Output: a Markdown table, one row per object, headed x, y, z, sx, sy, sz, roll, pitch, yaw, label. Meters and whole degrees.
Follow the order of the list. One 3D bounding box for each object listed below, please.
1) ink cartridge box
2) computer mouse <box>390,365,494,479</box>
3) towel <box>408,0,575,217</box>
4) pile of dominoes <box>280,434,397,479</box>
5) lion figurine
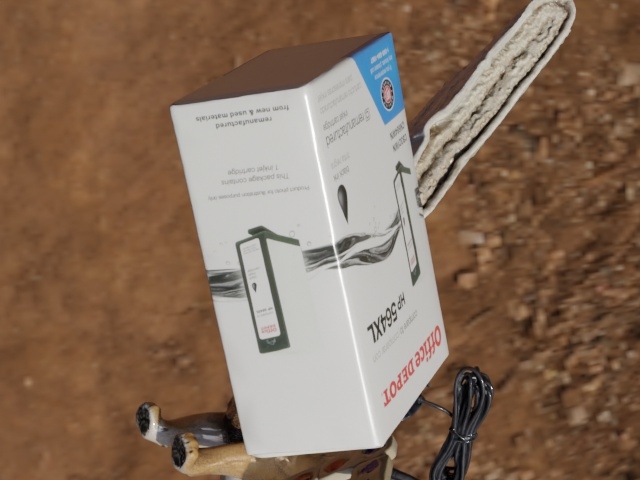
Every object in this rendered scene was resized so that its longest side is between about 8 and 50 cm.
| x | y | z | sx | sy | sz | roll | pitch | yaw | label |
| --- | --- | --- | --- | --- | --- | --- | --- | --- | --- |
| 0.000 | 0.000 | 1.018 | 0.085 | 0.148 | 0.203 | -6 | 106 | 22 | ink cartridge box |
| 0.063 | 0.168 | 1.961 | 0.262 | 0.060 | 0.184 | 20 | 122 | 20 | computer mouse |
| 0.080 | -0.068 | 1.408 | 0.049 | 0.282 | 0.187 | 42 | 148 | -4 | towel |
| -0.075 | 0.207 | 1.216 | 0.251 | 0.196 | 0.040 | -25 | 104 | 14 | pile of dominoes |
| -0.050 | 0.266 | 1.675 | 0.142 | 0.240 | 0.392 | 22 | 105 | 55 | lion figurine |
